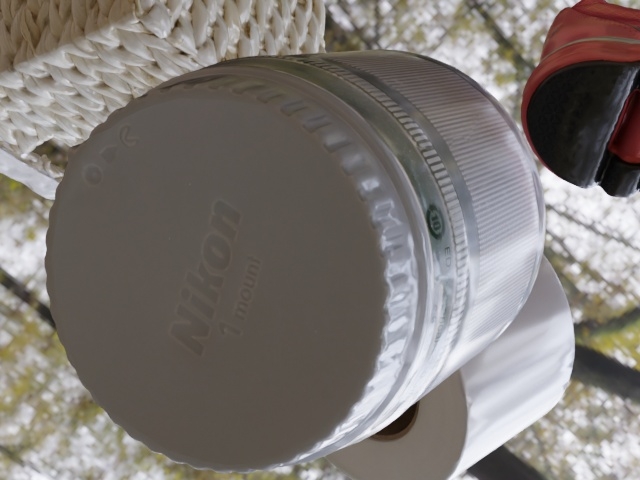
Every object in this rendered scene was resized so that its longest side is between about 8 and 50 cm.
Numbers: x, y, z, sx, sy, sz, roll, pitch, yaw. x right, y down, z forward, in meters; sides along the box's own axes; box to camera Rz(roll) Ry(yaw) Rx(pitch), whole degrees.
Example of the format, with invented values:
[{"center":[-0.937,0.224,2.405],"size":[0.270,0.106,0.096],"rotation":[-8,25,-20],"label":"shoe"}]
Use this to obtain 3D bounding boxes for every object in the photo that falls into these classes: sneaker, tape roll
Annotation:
[{"center":[0.278,-0.083,0.749],"size":[0.136,0.313,0.116],"rotation":[-76,-178,-48],"label":"sneaker"},{"center":[0.094,0.097,1.186],"size":[0.169,0.246,0.246],"rotation":[-24,-175,-40],"label":"tape roll"}]

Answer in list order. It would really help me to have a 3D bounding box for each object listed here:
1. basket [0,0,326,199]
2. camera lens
[{"center":[-0.176,-0.227,1.203],"size":[0.266,0.328,0.331],"rotation":[-18,-120,27],"label":"basket"},{"center":[0.000,0.000,0.737],"size":[0.219,0.219,0.274],"rotation":[-36,174,25],"label":"camera lens"}]
